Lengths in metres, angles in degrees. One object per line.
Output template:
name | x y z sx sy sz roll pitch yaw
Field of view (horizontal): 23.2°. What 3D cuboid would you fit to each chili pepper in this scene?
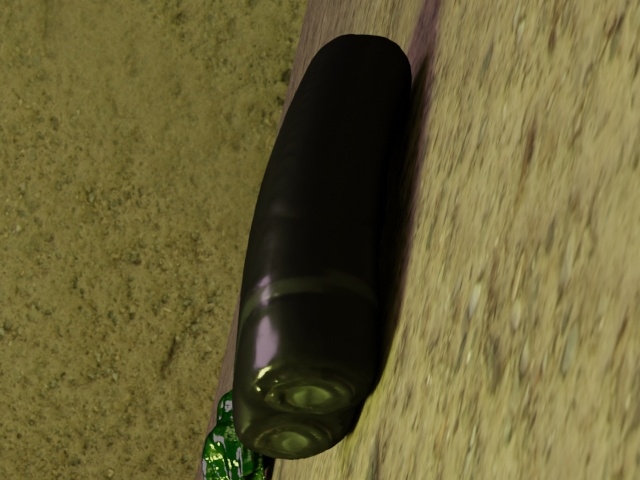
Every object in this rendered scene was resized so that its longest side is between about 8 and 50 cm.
chili pepper | -0.102 0.294 1.842 0.099 0.083 0.253 126 154 -54

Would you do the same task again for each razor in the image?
razor | -0.002 0.000 1.275 0.204 0.114 0.349 106 174 -56
